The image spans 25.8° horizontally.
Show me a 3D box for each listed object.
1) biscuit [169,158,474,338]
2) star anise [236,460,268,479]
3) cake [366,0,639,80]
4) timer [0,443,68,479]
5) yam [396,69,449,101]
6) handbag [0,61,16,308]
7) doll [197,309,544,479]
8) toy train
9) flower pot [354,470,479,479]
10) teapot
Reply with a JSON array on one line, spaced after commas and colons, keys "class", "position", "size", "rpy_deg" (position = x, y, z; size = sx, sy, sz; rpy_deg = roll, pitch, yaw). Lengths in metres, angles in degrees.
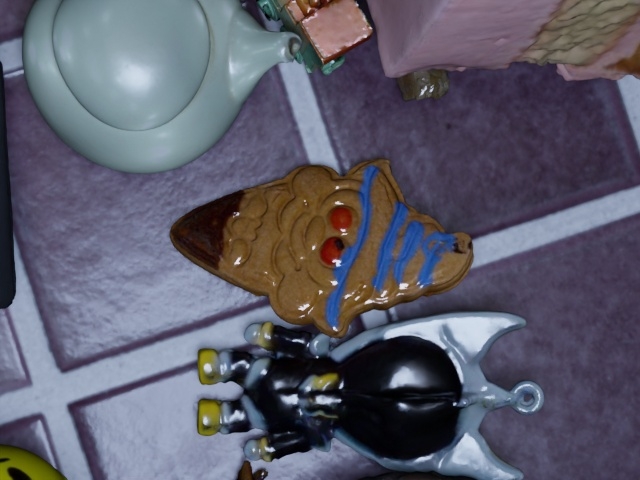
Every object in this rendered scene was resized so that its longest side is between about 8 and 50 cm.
[{"class": "biscuit", "position": [0.000, 0.000, 1.273], "size": [0.280, 0.043, 0.183], "rpy_deg": [8, 60, 5]}, {"class": "star anise", "position": [-0.078, 0.287, 1.269], "size": [0.167, 0.057, 0.168], "rpy_deg": [0, 86, -6]}, {"class": "cake", "position": [0.194, -0.305, 1.162], "size": [0.306, 0.293, 0.314], "rpy_deg": [-9, 75, -18]}, {"class": "timer", "position": [-0.327, 0.246, 1.155], "size": [0.285, 0.285, 0.285], "rpy_deg": [0, 87, -6]}, {"class": "yam", "position": [0.079, -0.247, 1.315], "size": [0.056, 0.057, 0.241], "rpy_deg": [-10, 86, -6]}, {"class": "handbag", "position": [-0.423, -0.042, 1.213], "size": [0.342, 0.152, 0.288], "rpy_deg": [-15, 100, -3]}, {"class": "doll", "position": [0.043, 0.144, 1.266], "size": [0.316, 0.103, 0.146], "rpy_deg": [1, 67, 3]}, {"class": "toy train", "position": [-0.023, -0.236, 1.269], "size": [0.074, 0.118, 0.176], "rpy_deg": [-30, 92, -9]}, {"class": "flower pot", "position": [0.095, 0.360, 1.145], "size": [0.266, 0.267, 0.267], "rpy_deg": [-3, 110, -7]}, {"class": "teapot", "position": [-0.186, -0.215, 1.236], "size": [0.220, 0.149, 0.318], "rpy_deg": [-36, 92, -8]}]
